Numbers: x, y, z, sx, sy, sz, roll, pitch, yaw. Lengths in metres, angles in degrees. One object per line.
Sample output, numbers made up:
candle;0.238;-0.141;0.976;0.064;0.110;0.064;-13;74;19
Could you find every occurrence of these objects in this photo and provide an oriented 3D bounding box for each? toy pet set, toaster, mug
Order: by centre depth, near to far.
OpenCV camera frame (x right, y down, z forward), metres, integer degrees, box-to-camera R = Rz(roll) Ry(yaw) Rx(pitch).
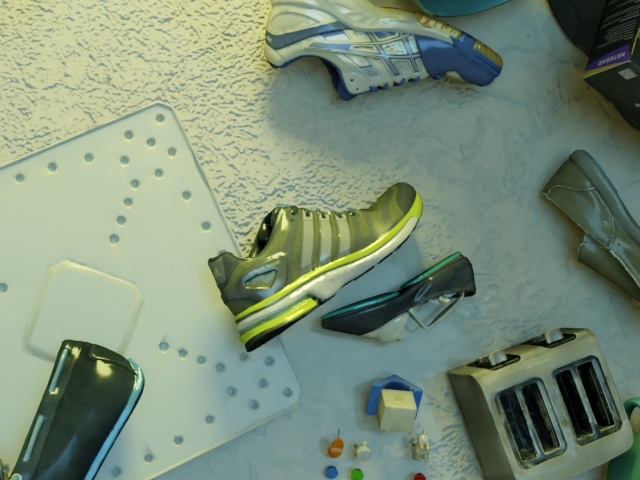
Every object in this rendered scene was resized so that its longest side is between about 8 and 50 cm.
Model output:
toy pet set;0.072;0.223;1.506;0.122;0.065;0.114;7;115;-9
toaster;0.262;0.208;1.513;0.168;0.110;0.186;-19;86;-14
mug;0.411;0.284;1.538;0.129;0.097;0.158;27;42;-17

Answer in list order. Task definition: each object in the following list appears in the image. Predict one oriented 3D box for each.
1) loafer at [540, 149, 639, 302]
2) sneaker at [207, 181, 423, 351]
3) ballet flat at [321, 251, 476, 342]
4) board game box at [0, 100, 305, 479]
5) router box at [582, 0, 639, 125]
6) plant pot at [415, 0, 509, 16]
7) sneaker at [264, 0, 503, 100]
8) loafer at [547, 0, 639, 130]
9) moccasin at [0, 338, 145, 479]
loafer;0.364;0.009;1.587;0.087;0.094;0.251;-33;80;9
sneaker;0.000;0.000;1.461;0.300;0.111;0.121;-35;91;-34
ballet flat;0.101;0.081;1.518;0.203;0.074;0.074;-24;88;-17
board game box;-0.269;0.090;1.440;0.390;0.050;0.390;-25;88;-15
router box;0.481;-0.224;1.574;0.309;0.081;0.243;32;64;-26
plant pot;0.188;-0.443;1.471;0.293;0.293;0.235;-22;73;-15
sneaker;0.073;-0.225;1.552;0.296;0.112;0.131;17;96;-9
loafer;0.379;-0.286;1.630;0.095;0.109;0.303;-33;97;-33
moccasin;-0.310;0.262;1.329;0.116;0.138;0.342;29;63;-3
